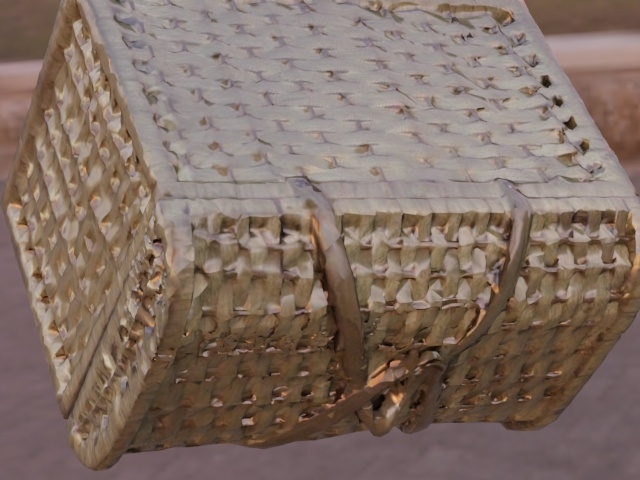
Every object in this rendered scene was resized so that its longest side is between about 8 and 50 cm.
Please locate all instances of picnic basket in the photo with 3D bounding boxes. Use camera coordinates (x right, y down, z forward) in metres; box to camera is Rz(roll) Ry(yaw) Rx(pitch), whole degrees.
[{"bbox_3d":[0.000,0.000,0.616,0.196,0.134,0.154,-1,52,-30],"label":"picnic basket"}]
